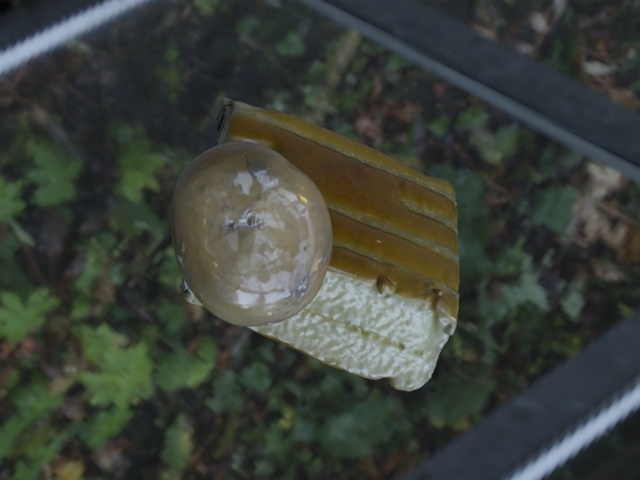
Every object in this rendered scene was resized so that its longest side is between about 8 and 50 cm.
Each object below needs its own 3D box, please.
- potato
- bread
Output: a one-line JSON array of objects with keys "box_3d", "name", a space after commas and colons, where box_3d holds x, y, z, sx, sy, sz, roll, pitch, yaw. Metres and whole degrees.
[{"box_3d": [-0.051, 0.000, 1.156, 0.112, 0.112, 0.147, -36, 125, -23], "name": "potato"}, {"box_3d": [0.000, 0.000, 1.463, 0.246, 0.239, 0.111, 22, 120, -10], "name": "bread"}]
